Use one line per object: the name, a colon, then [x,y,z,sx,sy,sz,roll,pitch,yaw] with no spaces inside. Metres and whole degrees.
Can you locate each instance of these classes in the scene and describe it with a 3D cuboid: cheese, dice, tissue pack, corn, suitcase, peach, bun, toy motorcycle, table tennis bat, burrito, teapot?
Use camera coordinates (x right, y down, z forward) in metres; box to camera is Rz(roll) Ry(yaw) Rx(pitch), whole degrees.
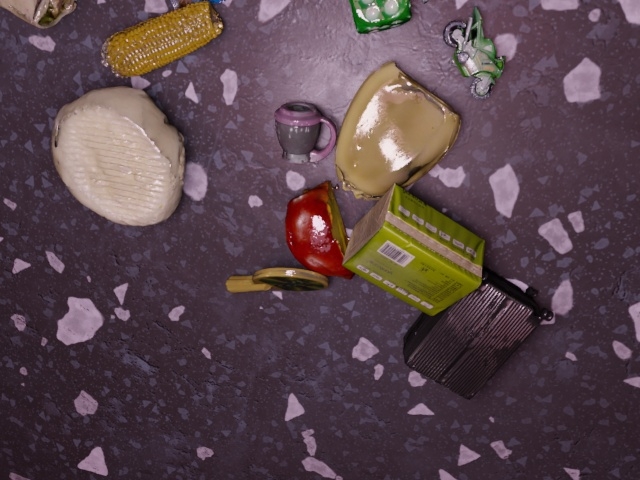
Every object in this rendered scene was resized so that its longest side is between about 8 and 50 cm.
cheese: [0.165,-0.237,1.189,0.259,0.128,0.316,36,107,6]
dice: [0.130,-0.538,1.087,0.130,0.120,0.129,-10,106,11]
tissue pack: [0.227,0.030,1.201,0.274,0.167,0.200,29,140,-11]
corn: [-0.389,-0.486,1.200,0.317,0.115,0.115,-16,106,14]
suitcase: [0.391,0.229,1.287,0.229,0.152,0.335,30,111,-6]
peach: [-0.007,-0.001,1.287,0.153,0.159,0.268,-13,109,20]
bun: [-0.495,-0.221,1.260,0.359,0.211,0.360,4,121,6]
toy motorcycle: [0.358,-0.422,1.118,0.106,0.074,0.190,-30,101,8]
table tennis bat: [-0.127,0.112,1.351,0.320,0.198,0.050,-7,70,29]
burrito: [-0.754,-0.665,1.183,0.331,0.135,0.190,30,102,1]
teapot: [-0.042,-0.263,1.228,0.148,0.116,0.146,-7,124,-17]

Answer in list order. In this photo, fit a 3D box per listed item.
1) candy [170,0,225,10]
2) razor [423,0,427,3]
candy: [-0.306,-0.598,1.185,0.136,0.038,0.088,-14,118,16]
razor: [0.199,-0.636,1.092,0.084,0.036,0.211,-16,113,32]
